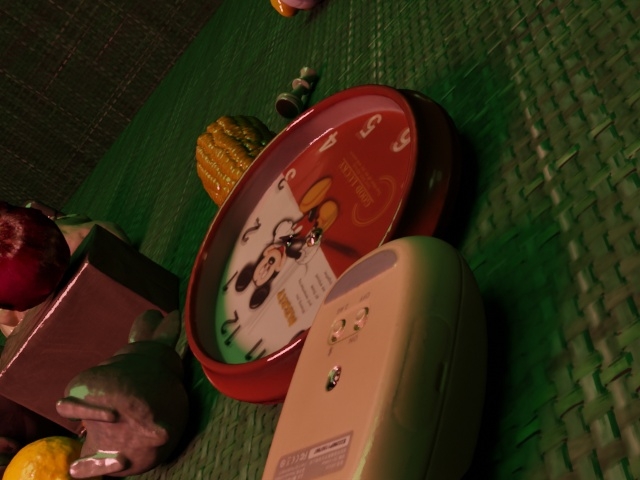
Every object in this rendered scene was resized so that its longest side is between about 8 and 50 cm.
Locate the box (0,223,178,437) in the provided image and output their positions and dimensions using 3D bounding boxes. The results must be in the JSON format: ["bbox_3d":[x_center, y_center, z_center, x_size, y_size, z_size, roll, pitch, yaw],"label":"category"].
[{"bbox_3d":[-0.326,0.123,1.258,0.231,0.149,0.155,-49,21,13],"label":"box"}]

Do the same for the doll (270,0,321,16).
[{"bbox_3d":[0.015,-0.506,1.503,0.177,0.141,0.314,-32,-11,-38],"label":"doll"}]

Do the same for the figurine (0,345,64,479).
[{"bbox_3d":[-0.467,0.279,1.261,0.203,0.248,0.380,-51,33,1],"label":"figurine"}]

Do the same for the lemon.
[{"bbox_3d":[-0.307,0.282,1.023,0.155,0.114,0.114,-27,34,60],"label":"lemon"}]

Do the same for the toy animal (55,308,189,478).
[{"bbox_3d":[-0.196,0.162,0.991,0.125,0.127,0.251,-61,3,20],"label":"toy animal"}]

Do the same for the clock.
[{"bbox_3d":[0.000,0.000,0.798,0.318,0.080,0.319,-35,36,30],"label":"clock"}]

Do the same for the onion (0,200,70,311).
[{"bbox_3d":[-0.418,0.040,1.201,0.198,0.173,0.135,73,-154,-60],"label":"onion"}]

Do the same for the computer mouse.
[{"bbox_3d":[0.036,0.105,0.554,0.145,0.082,0.237,-34,31,44],"label":"computer mouse"}]

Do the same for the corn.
[{"bbox_3d":[-0.088,-0.084,1.093,0.119,0.119,0.322,-53,20,6],"label":"corn"}]

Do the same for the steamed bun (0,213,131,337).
[{"bbox_3d":[-0.522,0.072,1.719,0.320,0.206,0.275,-54,21,14],"label":"steamed bun"}]

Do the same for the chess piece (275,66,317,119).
[{"bbox_3d":[-0.030,-0.218,1.293,0.042,0.042,0.093,-32,23,47],"label":"chess piece"}]

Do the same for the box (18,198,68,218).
[{"bbox_3d":[-0.584,0.004,1.963,0.129,0.210,0.148,-66,22,-8],"label":"box"}]
